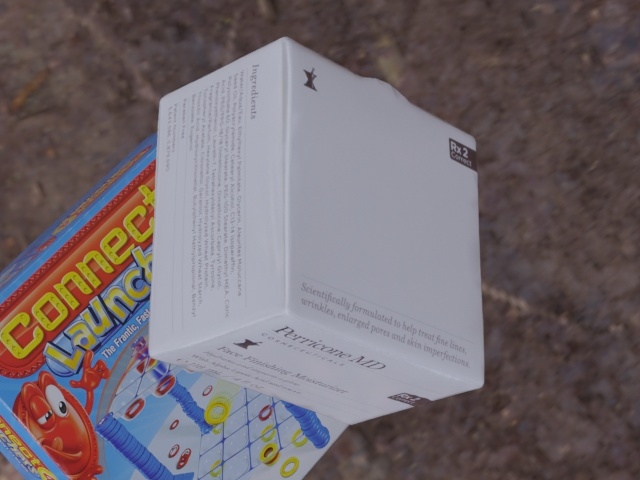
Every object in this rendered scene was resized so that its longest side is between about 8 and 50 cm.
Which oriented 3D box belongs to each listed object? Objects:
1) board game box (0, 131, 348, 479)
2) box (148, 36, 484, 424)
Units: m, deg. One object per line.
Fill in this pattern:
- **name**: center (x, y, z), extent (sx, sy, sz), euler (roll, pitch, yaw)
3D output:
- **board game box**: center (-0.132, 0.105, 1.517), extent (0.302, 0.308, 0.086), euler (51, 150, -14)
- **box**: center (0.000, 0.000, 1.090), extent (0.119, 0.181, 0.182), euler (-21, 58, 39)
